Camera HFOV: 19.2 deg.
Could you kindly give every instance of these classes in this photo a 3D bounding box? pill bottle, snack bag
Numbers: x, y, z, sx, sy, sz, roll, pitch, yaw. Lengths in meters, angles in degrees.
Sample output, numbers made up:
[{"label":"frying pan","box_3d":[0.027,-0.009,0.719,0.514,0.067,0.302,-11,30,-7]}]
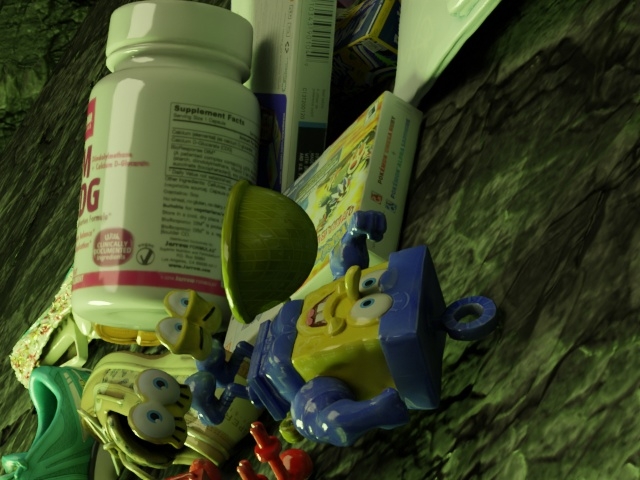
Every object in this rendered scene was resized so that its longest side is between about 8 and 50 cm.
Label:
[{"label":"pill bottle","box_3d":[-0.137,-0.065,1.727,0.160,0.160,0.283,159,117,-63]},{"label":"snack bag","box_3d":[0.120,-0.310,1.536,0.342,0.037,0.323,128,149,-62]}]

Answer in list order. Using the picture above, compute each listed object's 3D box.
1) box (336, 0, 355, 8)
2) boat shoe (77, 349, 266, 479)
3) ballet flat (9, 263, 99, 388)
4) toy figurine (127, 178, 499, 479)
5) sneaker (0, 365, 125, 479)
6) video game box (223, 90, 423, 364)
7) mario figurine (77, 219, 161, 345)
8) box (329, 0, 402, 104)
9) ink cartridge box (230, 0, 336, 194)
[{"label":"box","box_3d":[0.076,-0.353,1.860,0.293,0.057,0.201,-49,16,-4]},{"label":"boat shoe","box_3d":[-0.142,0.153,1.615,0.285,0.104,0.089,-24,36,60]},{"label":"ballet flat","box_3d":[-0.269,0.095,2.133,0.241,0.091,0.077,-51,49,36]},{"label":"toy figurine","box_3d":[0.030,0.079,1.308,0.217,0.191,0.362,-18,27,19]},{"label":"sneaker","box_3d":[-0.251,0.242,1.739,0.107,0.110,0.275,-39,35,48]},{"label":"video game box","box_3d":[0.000,0.000,1.581,0.205,0.048,0.187,-44,25,40]},{"label":"mario figurine","box_3d":[-0.195,-0.043,1.949,0.198,0.170,0.320,-22,35,16]},{"label":"box","box_3d":[0.039,-0.180,1.759,0.169,0.054,0.059,-18,44,63]},{"label":"ink cartridge box","box_3d":[-0.042,-0.140,1.789,0.208,0.045,0.206,-164,77,-69]}]
